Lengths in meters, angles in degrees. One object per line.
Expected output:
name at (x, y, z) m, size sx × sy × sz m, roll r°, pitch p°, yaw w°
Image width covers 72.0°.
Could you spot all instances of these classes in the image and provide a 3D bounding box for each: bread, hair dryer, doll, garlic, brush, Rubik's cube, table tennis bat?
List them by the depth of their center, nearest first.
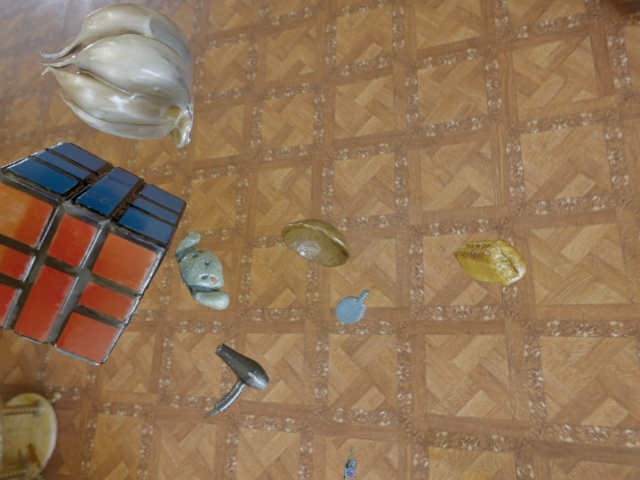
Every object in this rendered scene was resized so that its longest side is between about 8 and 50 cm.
Rubik's cube at (-0.456, 0.014, 0.843) m, size 0.293 × 0.284 × 0.288 m, roll -55°, pitch 20°, yaw 11°
garlic at (-0.364, -0.320, 0.860) m, size 0.238 × 0.292 × 0.210 m, roll -36°, pitch 50°, yaw 25°
doll at (-0.287, 0.075, 1.059) m, size 0.213 × 0.104 × 0.071 m, roll 63°, pitch 145°, yaw 19°
bread at (0.420, 0.050, 1.101) m, size 0.083 × 0.211 × 0.114 m, roll -41°, pitch 95°, yaw -6°
brush at (0.085, 0.592, 1.181) m, size 0.030 × 0.178 × 0.033 m, roll -12°, pitch 79°, yaw 9°
table tennis bat at (0.116, 0.231, 1.543) m, size 0.100 × 0.019 × 0.155 m, roll 34°, pitch 112°, yaw -8°
hair dryer at (-0.344, 0.532, 1.599) m, size 0.236 × 0.091 × 0.271 m, roll 41°, pitch 74°, yaw -11°

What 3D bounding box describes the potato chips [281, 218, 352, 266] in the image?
potato chips at (-0.001, -0.001, 1.103) m, size 0.196 × 0.208 × 0.061 m, roll -3°, pitch 60°, yaw 41°
